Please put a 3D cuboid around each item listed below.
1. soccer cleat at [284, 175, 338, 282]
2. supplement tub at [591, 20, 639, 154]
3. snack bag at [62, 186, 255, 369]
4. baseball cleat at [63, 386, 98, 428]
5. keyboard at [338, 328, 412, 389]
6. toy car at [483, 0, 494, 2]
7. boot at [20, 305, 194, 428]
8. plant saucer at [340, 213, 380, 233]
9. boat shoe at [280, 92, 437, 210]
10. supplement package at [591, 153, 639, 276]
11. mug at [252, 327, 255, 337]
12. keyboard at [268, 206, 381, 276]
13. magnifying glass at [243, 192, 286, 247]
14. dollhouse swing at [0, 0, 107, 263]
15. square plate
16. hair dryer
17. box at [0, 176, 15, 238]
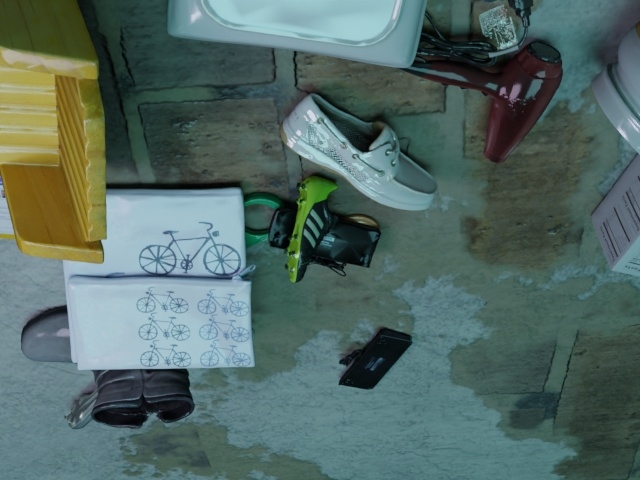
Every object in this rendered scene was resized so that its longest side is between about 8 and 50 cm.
[{"bbox_3d":[-0.012,-0.015,1.425,0.072,0.060,0.178,8,99,-20],"label":"soccer cleat"},{"bbox_3d":[0.543,-0.248,1.150,0.228,0.228,0.316,28,127,-26],"label":"supplement tub"},{"bbox_3d":[-0.271,0.065,1.467,0.323,0.037,0.342,1,113,-1],"label":"snack bag"},{"bbox_3d":[-0.434,0.337,1.789,0.109,0.072,0.206,24,133,-32],"label":"baseball cleat"},{"bbox_3d":[0.096,0.237,1.748,0.108,0.023,0.180,14,132,-24],"label":"keyboard"},{"bbox_3d":[0.243,-0.382,1.064,0.155,0.149,0.188,-25,146,-8],"label":"toy car"},{"bbox_3d":[-0.394,0.230,1.579,0.338,0.222,0.118,-6,135,4],"label":"boot"},{"bbox_3d":[0.062,-0.011,1.509,0.084,0.013,0.083,-1,133,-1],"label":"plant saucer"},{"bbox_3d":[0.078,-0.134,1.331,0.277,0.098,0.096,24,129,-22],"label":"boat shoe"},{"bbox_3d":[0.565,-0.064,1.394,0.139,0.133,0.244,14,132,-15],"label":"supplement package"},{"bbox_3d":[-0.171,0.165,1.641,0.078,0.062,0.064,-21,124,9],"label":"mug"},{"bbox_3d":[0.000,0.000,1.491,0.192,0.038,0.100,14,111,-17],"label":"keyboard"},{"bbox_3d":[-0.145,-0.002,1.505,0.092,0.026,0.231,29,125,-27],"label":"magnifying glass"},{"bbox_3d":[-0.470,-0.160,1.168,0.305,0.315,0.346,-9,138,-22],"label":"dollhouse swing"},{"bbox_3d":[-0.012,-0.385,1.093,0.344,0.049,0.347,7,128,-6],"label":"square plate"},{"bbox_3d":[0.234,-0.239,1.268,0.224,0.080,0.293,-14,124,23],"label":"hair dryer"},{"bbox_3d":[-0.531,-0.060,1.428,0.081,0.028,0.136,5,131,-7],"label":"box"}]
